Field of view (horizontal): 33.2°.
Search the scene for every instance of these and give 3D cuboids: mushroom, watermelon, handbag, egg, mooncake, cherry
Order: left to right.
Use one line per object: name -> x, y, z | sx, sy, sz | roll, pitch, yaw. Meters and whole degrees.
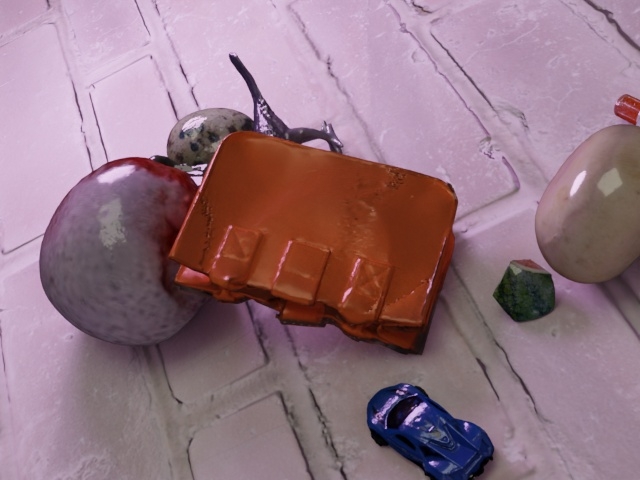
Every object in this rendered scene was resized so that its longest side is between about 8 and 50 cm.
cherry -> -0.325, 0.036, 1.830 | 0.335, 0.291, 0.326 | -40, 56, 21
mooncake -> -0.252, -0.094, 1.983 | 0.168, 0.175, 0.104 | -45, 23, 54
egg -> -0.207, -0.185, 2.065 | 0.181, 0.141, 0.141 | -22, 43, 0
handbag -> 0.000, 0.000, 1.701 | 0.410, 0.116, 0.304 | 15, 57, 8
watermelon -> 0.312, 0.072, 1.612 | 0.092, 0.084, 0.072 | 30, 36, 3
mushroom -> 0.430, -0.045, 1.569 | 0.246, 0.202, 0.246 | -57, 11, 18

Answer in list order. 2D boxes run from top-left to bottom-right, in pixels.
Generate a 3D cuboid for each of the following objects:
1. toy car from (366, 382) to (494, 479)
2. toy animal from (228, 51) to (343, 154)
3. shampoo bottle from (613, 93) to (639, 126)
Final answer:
toy car -> 0.145, 0.265, 1.508 | 0.103, 0.063, 0.216 | -45, 45, -16
toy animal -> -0.064, -0.184, 1.990 | 0.205, 0.081, 0.367 | -2, 73, -5
shampoo bottle -> 0.565, -0.178, 1.723 | 0.108, 0.051, 0.221 | -40, 43, -11
